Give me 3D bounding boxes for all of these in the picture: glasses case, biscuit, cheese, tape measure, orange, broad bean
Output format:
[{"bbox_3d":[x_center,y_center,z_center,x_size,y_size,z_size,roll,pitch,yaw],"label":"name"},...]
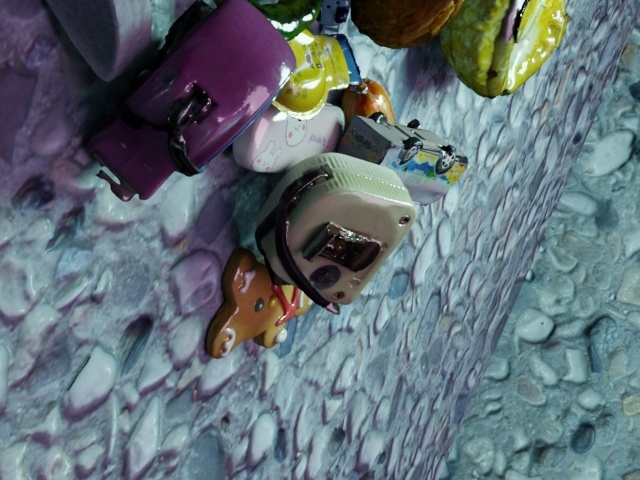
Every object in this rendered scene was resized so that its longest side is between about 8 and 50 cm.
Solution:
[{"bbox_3d":[-0.045,-0.167,1.611,0.297,0.075,0.113,-11,117,-63],"label":"glasses case"},{"bbox_3d":[-0.075,0.092,1.775,0.339,0.047,0.216,-2,111,-63],"label":"biscuit"},{"bbox_3d":[-0.027,-0.265,1.514,0.270,0.069,0.177,-17,86,-49],"label":"cheese"},{"bbox_3d":[-0.152,-0.180,1.223,0.231,0.149,0.245,-32,-161,47],"label":"tape measure"},{"bbox_3d":[0.355,-0.436,2.073,0.368,0.210,0.271,-18,126,-62],"label":"orange"},{"bbox_3d":[-0.064,-0.348,1.420,0.292,0.049,0.144,-28,98,-54],"label":"broad bean"},{"bbox_3d":[0.000,0.000,1.620,0.231,0.133,0.271,11,130,-34],"label":"tape measure"}]

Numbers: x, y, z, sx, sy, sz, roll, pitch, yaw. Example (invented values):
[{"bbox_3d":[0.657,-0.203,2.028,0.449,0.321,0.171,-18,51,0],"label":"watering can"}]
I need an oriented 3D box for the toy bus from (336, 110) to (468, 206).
[{"bbox_3d":[0.139,-0.139,1.786,0.317,0.112,0.138,2,124,-57],"label":"toy bus"}]

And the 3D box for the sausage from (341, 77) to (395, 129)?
[{"bbox_3d":[0.098,-0.194,1.865,0.093,0.093,0.312,-59,153,-23],"label":"sausage"}]

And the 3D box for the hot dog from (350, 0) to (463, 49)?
[{"bbox_3d":[0.132,-0.486,1.559,0.174,0.267,0.387,-15,128,-17],"label":"hot dog"}]

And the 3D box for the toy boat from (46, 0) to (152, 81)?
[{"bbox_3d":[-0.207,-0.351,1.106,0.293,0.111,0.276,-63,154,-20],"label":"toy boat"}]

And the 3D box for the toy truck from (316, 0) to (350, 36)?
[{"bbox_3d":[0.015,-0.359,1.619,0.074,0.063,0.136,-68,168,-65],"label":"toy truck"}]
